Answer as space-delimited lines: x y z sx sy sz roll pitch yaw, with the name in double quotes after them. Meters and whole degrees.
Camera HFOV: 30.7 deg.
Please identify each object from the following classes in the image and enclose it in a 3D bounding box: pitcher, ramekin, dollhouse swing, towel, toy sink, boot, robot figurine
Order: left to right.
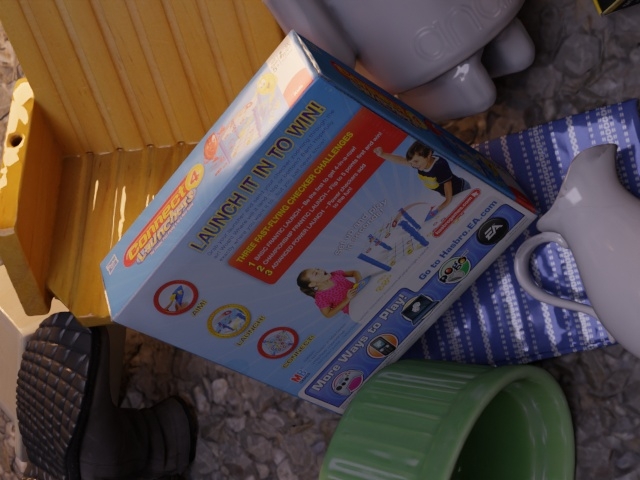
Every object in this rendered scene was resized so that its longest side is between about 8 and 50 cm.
-0.348 0.137 1.482 0.131 0.153 0.234 40 136 30 "toy sink"
-0.251 0.220 1.424 0.118 0.223 0.338 30 118 35 "boot"
-0.184 -0.123 1.207 0.347 0.305 0.315 -5 60 9 "dollhouse swing"
0.065 -0.283 1.134 0.200 0.300 0.353 -9 124 54 "robot figurine"
0.125 0.262 1.177 0.148 0.303 0.303 9 102 36 "ramekin"
0.205 0.012 1.243 0.336 0.040 0.243 -15 88 29 "towel"
0.289 0.038 1.121 0.207 0.125 0.177 53 132 25 "pitcher"

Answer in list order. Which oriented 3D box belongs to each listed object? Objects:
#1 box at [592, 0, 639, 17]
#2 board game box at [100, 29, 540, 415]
0.277 -0.369 0.994 0.079 0.322 0.257 -21 85 -12 "box"
0.000 0.000 1.130 0.308 0.302 0.086 -48 38 19 "board game box"
